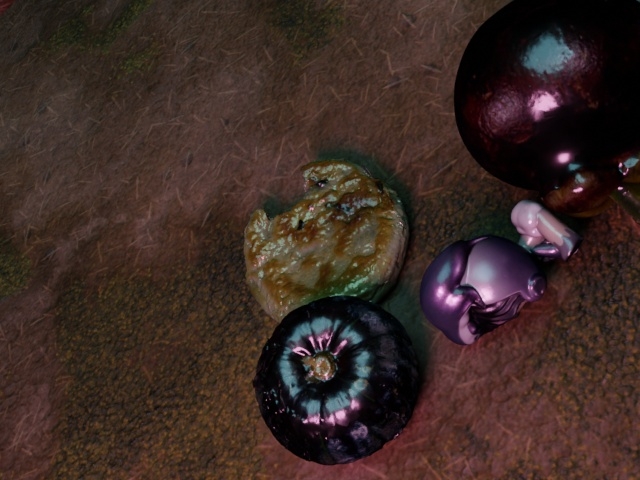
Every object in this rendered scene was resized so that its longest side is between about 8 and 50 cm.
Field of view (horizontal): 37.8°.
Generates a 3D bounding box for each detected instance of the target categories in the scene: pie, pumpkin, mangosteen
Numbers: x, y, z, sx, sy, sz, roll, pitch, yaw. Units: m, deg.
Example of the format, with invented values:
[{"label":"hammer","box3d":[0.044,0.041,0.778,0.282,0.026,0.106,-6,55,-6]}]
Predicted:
[{"label":"pie","box3d":[0.004,0.005,1.469,0.303,0.067,0.302,-16,53,23]},{"label":"pumpkin","box3d":[0.020,0.189,1.278,0.233,0.163,0.233,-8,65,18]},{"label":"mangosteen","box3d":[0.318,-0.177,1.234,0.297,0.297,0.313,-3,63,31]}]

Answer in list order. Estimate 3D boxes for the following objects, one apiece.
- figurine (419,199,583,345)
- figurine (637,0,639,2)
[{"label":"figurine","box3d":[0.234,0.040,1.251,0.222,0.145,0.145,-44,48,-5]},{"label":"figurine","box3d":[0.513,-0.380,1.372,0.147,0.094,0.197,-49,53,27]}]
